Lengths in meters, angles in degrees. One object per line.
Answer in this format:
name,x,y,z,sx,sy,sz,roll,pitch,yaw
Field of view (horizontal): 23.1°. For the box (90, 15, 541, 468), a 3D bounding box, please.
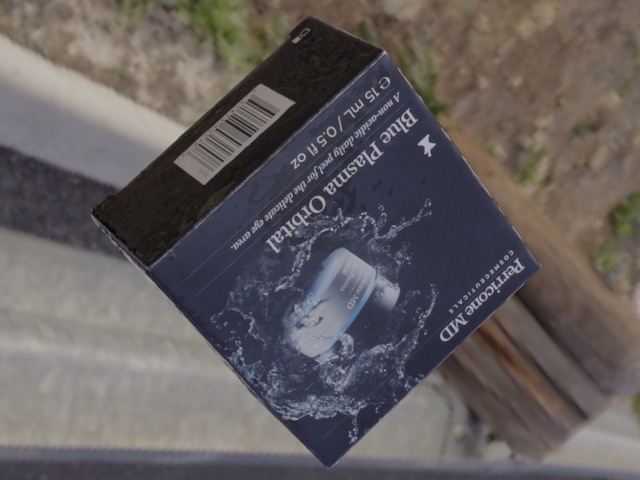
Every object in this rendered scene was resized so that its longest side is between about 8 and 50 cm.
box,0.000,0.000,0.793,0.156,0.093,0.158,-43,121,-6
